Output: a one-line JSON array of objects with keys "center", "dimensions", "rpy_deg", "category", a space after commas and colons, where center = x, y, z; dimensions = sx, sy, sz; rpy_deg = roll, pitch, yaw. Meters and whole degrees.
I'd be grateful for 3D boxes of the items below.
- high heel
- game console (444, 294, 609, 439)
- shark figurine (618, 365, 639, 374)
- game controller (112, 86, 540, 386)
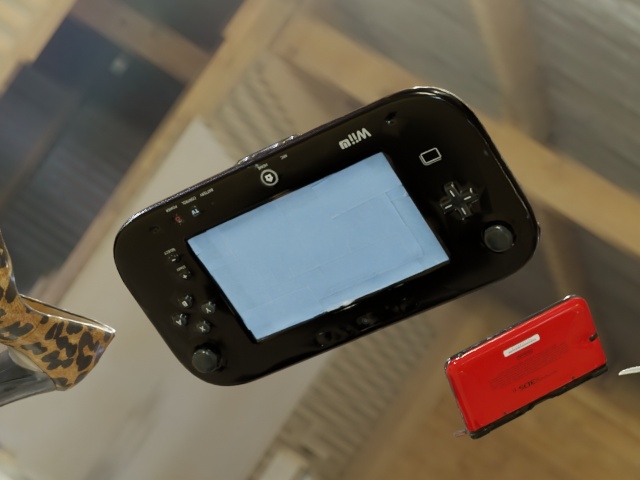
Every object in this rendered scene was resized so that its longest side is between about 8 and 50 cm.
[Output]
[{"center": [-0.240, 0.026, 1.628], "dimensions": [0.093, 0.186, 0.261], "rpy_deg": [39, -46, 33], "category": "high heel"}, {"center": [0.179, 0.116, 1.812], "dimensions": [0.124, 0.144, 0.085], "rpy_deg": [68, -10, -26], "category": "game console"}, {"center": [0.384, 0.107, 2.120], "dimensions": [0.166, 0.116, 0.278], "rpy_deg": [-9, 10, 17], "category": "shark figurine"}, {"center": [0.000, 0.000, 1.485], "dimensions": [0.166, 0.319, 0.067], "rpy_deg": [52, 28, -28], "category": "game controller"}]
